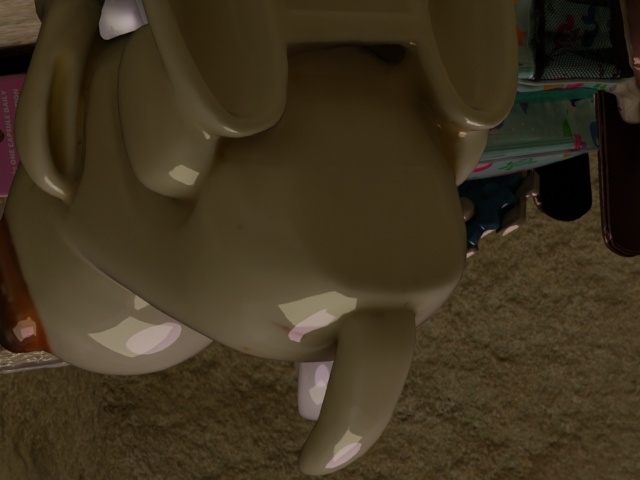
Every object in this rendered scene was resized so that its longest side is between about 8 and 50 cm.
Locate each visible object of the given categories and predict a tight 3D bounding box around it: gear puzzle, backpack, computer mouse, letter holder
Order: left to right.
[{"bbox_3d":[-0.159,-0.178,1.635,0.106,0.042,0.193,-5,179,9],"label":"computer mouse"},{"bbox_3d":[0.090,-0.140,1.514,0.253,0.191,0.225,2,175,-42],"label":"backpack"},{"bbox_3d":[0.118,-0.106,1.735,0.175,0.339,0.044,-32,122,33],"label":"gear puzzle"},{"bbox_3d":[0.254,-0.084,2.045,0.152,0.214,0.302,-5,179,18],"label":"letter holder"}]

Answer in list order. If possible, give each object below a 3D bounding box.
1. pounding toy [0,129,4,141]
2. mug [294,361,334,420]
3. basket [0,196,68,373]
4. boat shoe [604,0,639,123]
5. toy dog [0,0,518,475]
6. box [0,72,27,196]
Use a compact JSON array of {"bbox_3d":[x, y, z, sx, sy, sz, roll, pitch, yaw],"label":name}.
[{"bbox_3d":[-0.313,-0.126,1.416,0.100,0.130,0.141,-4,178,-39],"label":"pounding toy"},{"bbox_3d":[0.000,0.000,2.023,0.276,0.374,0.328,1,175,-3],"label":"mug"},{"bbox_3d":[-0.380,0.009,2.617,0.328,0.331,0.266,-5,177,-29],"label":"basket"},{"bbox_3d":[0.337,-0.182,1.877,0.116,0.123,0.324,-8,180,15],"label":"boat shoe"},{"bbox_3d":[-0.068,-0.031,1.344,0.285,0.395,0.408,-15,176,-37],"label":"toy dog"},{"bbox_3d":[-0.273,-0.111,1.931,0.243,0.117,0.213,-6,-174,12],"label":"box"}]
